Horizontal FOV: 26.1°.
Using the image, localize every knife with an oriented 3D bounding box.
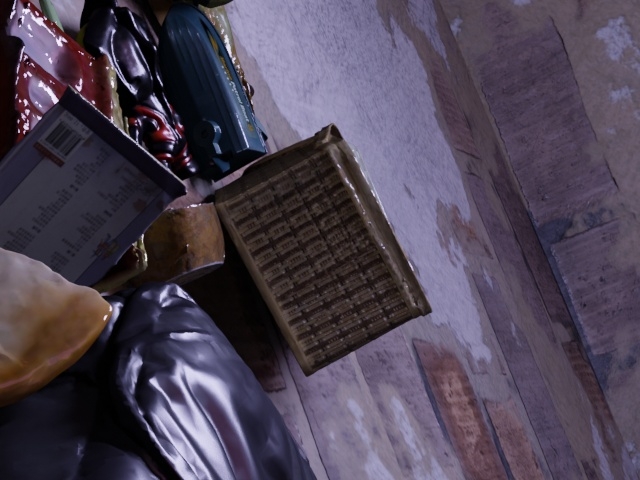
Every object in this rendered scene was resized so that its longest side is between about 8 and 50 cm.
[{"bbox_3d":[-0.268,-0.180,1.510,0.030,0.014,0.207,-38,109,-76],"label":"knife"}]

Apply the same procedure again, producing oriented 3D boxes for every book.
[{"bbox_3d":[-0.232,0.000,1.117,0.026,0.231,0.157,42,0,43],"label":"book"}]

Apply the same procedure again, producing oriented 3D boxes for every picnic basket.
[{"bbox_3d":[0.000,0.000,1.626,0.228,0.175,0.313,62,-2,-7],"label":"picnic basket"}]

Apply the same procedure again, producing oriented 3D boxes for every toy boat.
[{"bbox_3d":[-0.143,-0.193,1.748,0.103,0.093,0.246,-3,68,-61],"label":"toy boat"}]

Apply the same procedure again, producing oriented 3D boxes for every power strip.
[{"bbox_3d":[0.078,-0.054,2.238,0.060,0.027,0.252,6,60,-67],"label":"power strip"}]

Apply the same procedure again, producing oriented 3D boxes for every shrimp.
[{"bbox_3d":[-0.162,-0.275,1.851,0.145,0.061,0.267,-32,100,-61],"label":"shrimp"}]

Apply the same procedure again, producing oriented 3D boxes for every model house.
[{"bbox_3d":[-0.252,-0.073,1.238,0.254,0.160,0.196,42,30,-51],"label":"model house"}]

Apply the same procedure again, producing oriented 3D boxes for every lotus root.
[{"bbox_3d":[-0.154,0.004,1.453,0.081,0.112,0.122,69,19,4],"label":"lotus root"}]

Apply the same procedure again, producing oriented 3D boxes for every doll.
[{"bbox_3d":[-0.214,-0.172,1.572,0.127,0.088,0.248,-121,-172,-70],"label":"doll"}]

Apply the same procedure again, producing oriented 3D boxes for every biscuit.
[{"bbox_3d":[-0.314,0.027,0.936,0.309,0.040,0.204,31,41,5],"label":"biscuit"}]

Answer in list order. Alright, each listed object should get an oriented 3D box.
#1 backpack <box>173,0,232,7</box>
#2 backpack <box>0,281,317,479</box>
[{"bbox_3d":[-0.177,-0.428,1.775,0.253,0.140,0.207,35,63,-5],"label":"backpack"},{"bbox_3d":[-0.151,0.242,0.989,0.363,0.255,0.445,58,12,-11],"label":"backpack"}]
